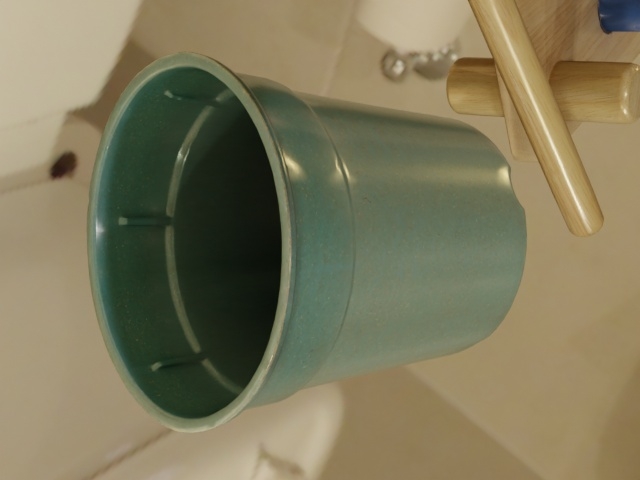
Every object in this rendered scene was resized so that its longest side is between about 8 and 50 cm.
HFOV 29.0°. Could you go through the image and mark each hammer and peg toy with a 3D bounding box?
[{"bbox_3d":[0.135,-0.181,0.744,0.361,0.127,0.266,-46,131,-41],"label":"hammer and peg toy"}]

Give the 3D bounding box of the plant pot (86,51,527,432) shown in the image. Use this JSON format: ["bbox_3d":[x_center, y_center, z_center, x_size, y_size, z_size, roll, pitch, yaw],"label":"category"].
[{"bbox_3d":[0.000,0.000,1.209,0.334,0.341,0.341,-1,127,-38],"label":"plant pot"}]
